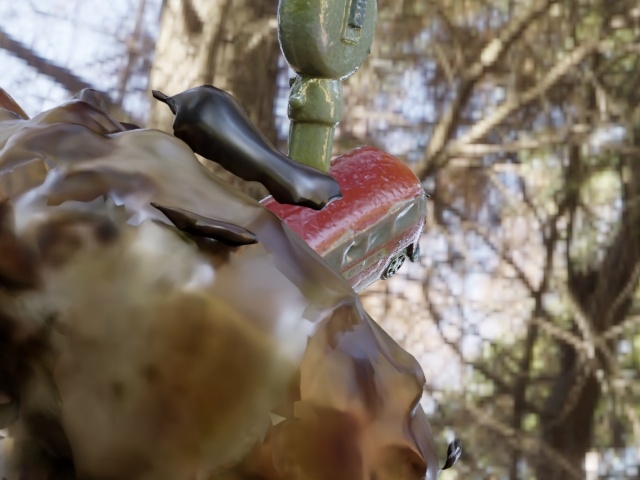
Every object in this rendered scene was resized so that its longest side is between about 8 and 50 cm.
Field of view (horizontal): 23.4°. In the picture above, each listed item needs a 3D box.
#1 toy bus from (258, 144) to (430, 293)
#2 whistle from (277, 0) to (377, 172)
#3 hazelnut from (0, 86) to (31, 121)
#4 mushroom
[{"bbox_3d":[0.000,0.000,1.507,0.121,0.265,0.120,38,-44,24],"label":"toy bus"},{"bbox_3d":[0.003,-0.132,1.242,0.057,0.198,0.104,8,2,31],"label":"whistle"},{"bbox_3d":[-0.393,-0.010,1.387,0.365,0.366,0.366,4,-34,2],"label":"hazelnut"},{"bbox_3d":[-0.057,0.098,0.407,0.195,0.263,0.283,7,-69,24],"label":"mushroom"}]
